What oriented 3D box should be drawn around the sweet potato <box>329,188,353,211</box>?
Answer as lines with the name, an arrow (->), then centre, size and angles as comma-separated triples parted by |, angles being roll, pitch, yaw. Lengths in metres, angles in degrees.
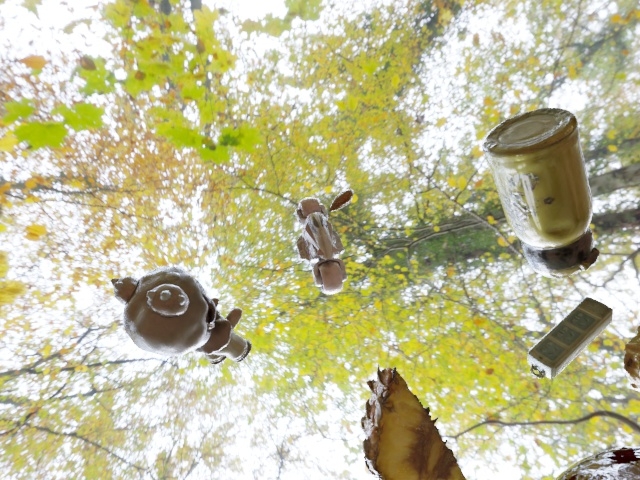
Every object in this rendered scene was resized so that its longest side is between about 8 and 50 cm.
sweet potato -> 0.052, -0.095, 1.118 | 0.034, 0.034, 0.095 | 47, -123, -4

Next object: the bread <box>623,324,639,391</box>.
bread -> 0.581, 0.186, 0.701 | 0.088, 0.232, 0.128 | -4, -87, -50

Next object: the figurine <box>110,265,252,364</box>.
figurine -> -0.327, 0.205, 1.179 | 0.380, 0.248, 0.203 | 49, -119, -46

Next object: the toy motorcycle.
toy motorcycle -> 0.000, 0.000, 1.095 | 0.112, 0.112, 0.254 | -8, -121, -15

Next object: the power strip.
power strip -> 0.616, 0.237, 1.183 | 0.272, 0.078, 0.052 | -34, -51, -18

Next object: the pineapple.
pineapple -> 0.145, 0.404, 0.926 | 0.158, 0.161, 0.334 | -46, -70, -26

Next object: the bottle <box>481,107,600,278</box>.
bottle -> 0.460, -0.074, 0.981 | 0.171, 0.171, 0.351 | -36, -62, -16

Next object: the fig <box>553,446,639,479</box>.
fig -> 0.232, 0.263, 0.313 | 0.235, 0.214, 0.235 | -3, -78, -14
